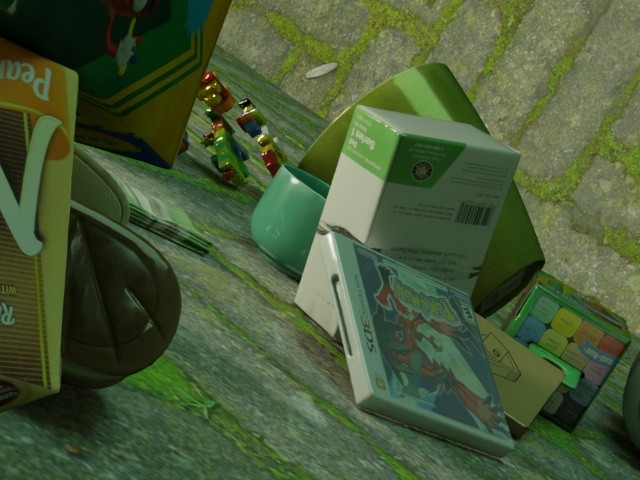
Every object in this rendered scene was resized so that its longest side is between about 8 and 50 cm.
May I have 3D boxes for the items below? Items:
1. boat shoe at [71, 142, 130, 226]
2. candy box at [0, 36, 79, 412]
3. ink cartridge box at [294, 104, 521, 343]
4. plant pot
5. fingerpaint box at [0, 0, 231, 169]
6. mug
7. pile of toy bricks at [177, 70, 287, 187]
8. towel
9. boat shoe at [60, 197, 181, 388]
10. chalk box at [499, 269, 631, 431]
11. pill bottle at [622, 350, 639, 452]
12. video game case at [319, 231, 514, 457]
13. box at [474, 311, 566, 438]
[{"bbox_3d":[-0.256,-0.072,1.179,0.233,0.084,0.079,28,10,-9],"label":"boat shoe"},{"bbox_3d":[-0.259,-0.042,0.670,0.316,0.087,0.183,24,56,-44],"label":"candy box"},{"bbox_3d":[0.085,-0.010,1.483,0.160,0.219,0.092,7,20,-36],"label":"ink cartridge box"},{"bbox_3d":[0.156,-0.039,1.988,0.293,0.275,0.275,52,14,16],"label":"plant pot"},{"bbox_3d":[-0.310,-0.210,0.929,0.444,0.163,0.371,17,-7,9],"label":"fingerpaint box"},{"bbox_3d":[-0.008,-0.005,1.622,0.129,0.097,0.158,28,10,-27],"label":"mug"},{"bbox_3d":[-0.122,-0.118,1.921,0.212,0.118,0.105,47,22,-52],"label":"pile of toy bricks"},{"bbox_3d":[-0.183,-0.041,1.461,0.152,0.023,0.113,27,11,-32],"label":"towel"},{"bbox_3d":[-0.247,-0.013,0.853,0.341,0.122,0.110,35,-30,-9],"label":"boat shoe"},{"bbox_3d":[0.279,0.130,1.757,0.132,0.132,0.213,32,9,4],"label":"chalk box"},{"bbox_3d":[0.473,0.204,1.870,0.176,0.176,0.318,34,9,11],"label":"pill bottle"},{"bbox_3d":[0.090,0.097,1.372,0.201,0.023,0.183,25,39,-40],"label":"video game case"},{"bbox_3d":[0.158,0.121,1.594,0.201,0.021,0.164,33,27,12],"label":"box"}]
